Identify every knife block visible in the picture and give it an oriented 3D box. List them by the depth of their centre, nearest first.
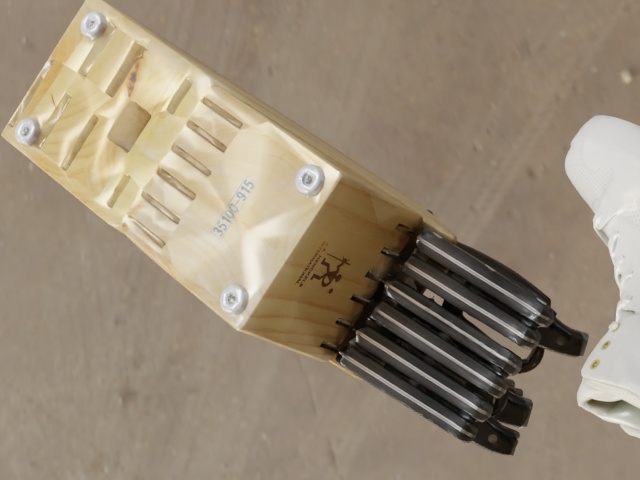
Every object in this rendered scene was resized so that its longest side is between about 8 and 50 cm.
[{"bbox_3d":[0.000,0.000,0.873,0.088,0.276,0.242,-56,148,4],"label":"knife block"}]

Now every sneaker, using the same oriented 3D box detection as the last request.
[{"bbox_3d":[0.216,0.033,1.132,0.169,0.292,0.108,-43,128,-1],"label":"sneaker"}]
